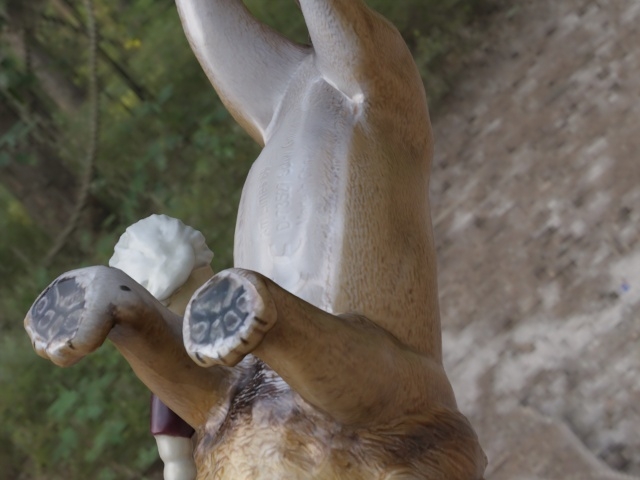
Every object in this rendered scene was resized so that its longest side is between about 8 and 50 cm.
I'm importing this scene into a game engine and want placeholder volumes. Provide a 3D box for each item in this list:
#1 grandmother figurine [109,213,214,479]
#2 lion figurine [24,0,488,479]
[{"bbox_3d":[-0.061,0.128,1.211,0.208,0.342,0.104,-41,11,-35],"label":"grandmother figurine"},{"bbox_3d":[0.000,0.000,0.609,0.142,0.240,0.392,-8,60,31],"label":"lion figurine"}]
